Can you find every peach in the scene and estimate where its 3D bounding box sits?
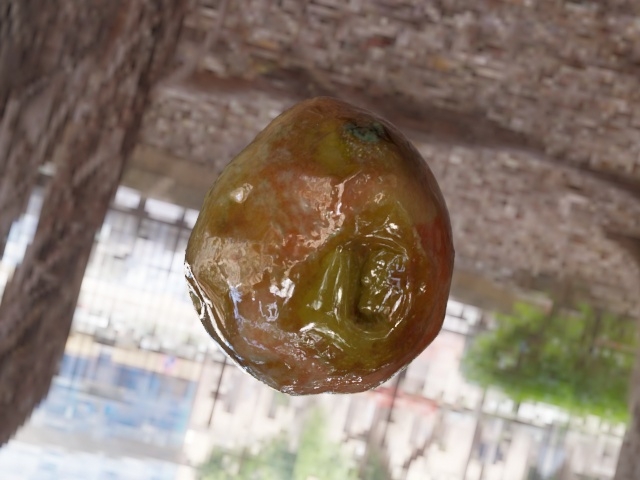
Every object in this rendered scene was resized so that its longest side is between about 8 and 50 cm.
[{"bbox_3d":[0.000,0.000,1.277,0.214,0.235,0.214,10,-144,-8],"label":"peach"}]
